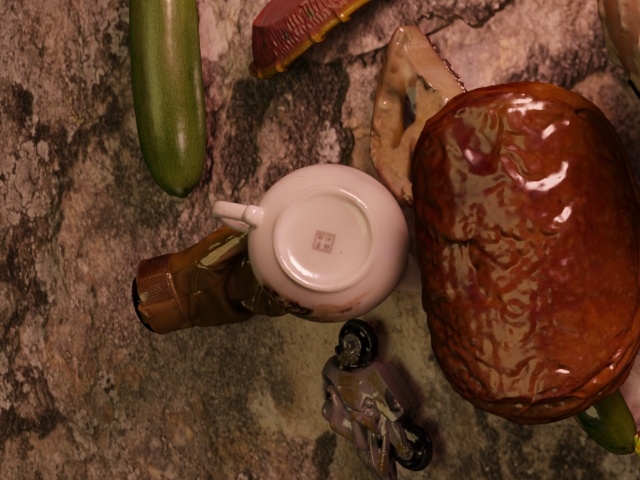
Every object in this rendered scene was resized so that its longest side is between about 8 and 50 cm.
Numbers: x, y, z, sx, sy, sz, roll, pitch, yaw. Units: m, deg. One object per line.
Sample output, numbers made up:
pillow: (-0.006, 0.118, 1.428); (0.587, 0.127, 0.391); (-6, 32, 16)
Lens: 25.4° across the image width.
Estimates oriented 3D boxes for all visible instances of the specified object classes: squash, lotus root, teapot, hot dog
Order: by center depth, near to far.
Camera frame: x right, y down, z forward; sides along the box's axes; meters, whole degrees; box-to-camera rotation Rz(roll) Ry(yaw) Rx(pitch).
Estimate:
hot dog: (0.236, 0.014, 1.621); (0.267, 0.174, 0.387); (-8, 90, 18)
squash: (0.306, 0.141, 1.702); (0.069, 0.069, 0.258); (-32, 77, 41)
lotus root: (0.141, -0.123, 1.794); (0.260, 0.074, 0.170); (54, 131, 21)
teapot: (0.000, 0.000, 1.827); (0.298, 0.139, 0.204); (23, 88, 6)
squash: (-0.224, -0.254, 2.071); (0.107, 0.107, 0.394); (5, 102, 41)

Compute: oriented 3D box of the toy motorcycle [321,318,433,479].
toy motorcycle: (0.062, 0.228, 1.935); (0.152, 0.073, 0.225); (-41, 70, 41)

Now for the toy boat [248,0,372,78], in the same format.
toy boat: (-0.007, -0.300, 1.877); (0.318, 0.099, 0.141); (-27, 39, 42)

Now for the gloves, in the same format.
gloves: (-0.107, 0.042, 1.997); (0.331, 0.141, 0.154); (-17, 86, 21)

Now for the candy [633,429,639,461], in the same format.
candy: (0.414, 0.304, 1.657); (0.062, 0.058, 0.193); (-1, 108, 62)

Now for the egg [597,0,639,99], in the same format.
egg: (0.411, -0.236, 1.407); (0.279, 0.279, 0.310); (-30, 107, 41)
